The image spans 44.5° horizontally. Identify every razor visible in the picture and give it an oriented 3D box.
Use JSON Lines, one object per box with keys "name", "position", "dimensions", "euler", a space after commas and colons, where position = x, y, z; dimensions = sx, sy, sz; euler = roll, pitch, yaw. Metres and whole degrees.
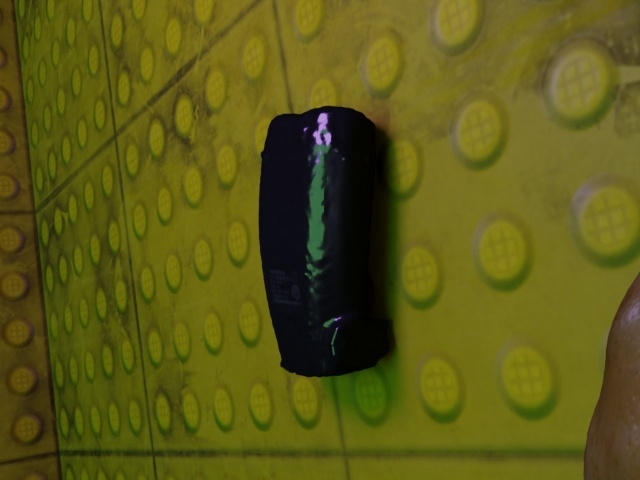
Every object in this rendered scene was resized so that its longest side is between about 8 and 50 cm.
{"name": "razor", "position": [-0.003, 0.002, 0.972], "dimensions": [0.189, 0.107, 0.327], "euler": [-1, 92, 56]}

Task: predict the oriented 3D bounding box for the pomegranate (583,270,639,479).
{"name": "pomegranate", "position": [0.301, 0.105, 0.376], "dimensions": [0.332, 0.332, 0.333], "euler": [5, 97, 55]}
